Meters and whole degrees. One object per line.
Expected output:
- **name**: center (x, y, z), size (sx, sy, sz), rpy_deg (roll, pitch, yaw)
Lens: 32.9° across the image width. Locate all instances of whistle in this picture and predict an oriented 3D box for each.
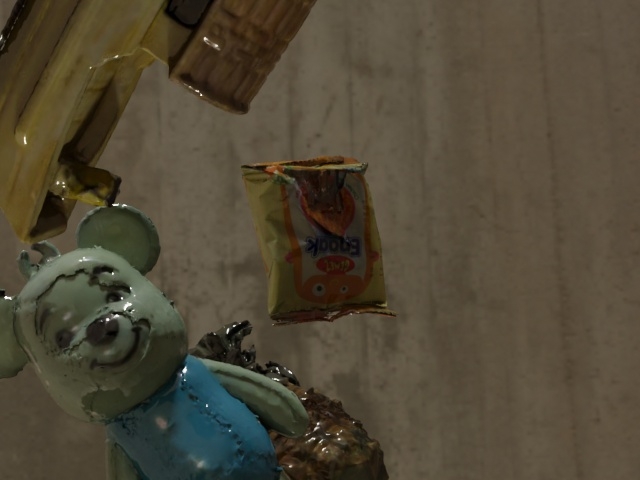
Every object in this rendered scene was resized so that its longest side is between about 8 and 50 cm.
- **whistle**: center (-0.069, 0.092, 0.531), size (0.236, 0.114, 0.077), rpy_deg (50, 162, 3)

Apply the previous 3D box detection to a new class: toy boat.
- **toy boat**: center (-0.047, -0.093, 0.384), size (0.226, 0.088, 0.068), rpy_deg (-57, -3, 13)

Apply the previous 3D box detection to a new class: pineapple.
- **pineapple**: center (-0.038, 0.128, 0.756), size (0.198, 0.108, 0.108), rpy_deg (47, 148, 40)

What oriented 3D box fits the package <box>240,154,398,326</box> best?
- **package**: center (0.000, -0.002, 0.733), size (0.031, 0.108, 0.121), rpy_deg (-23, 74, 49)
